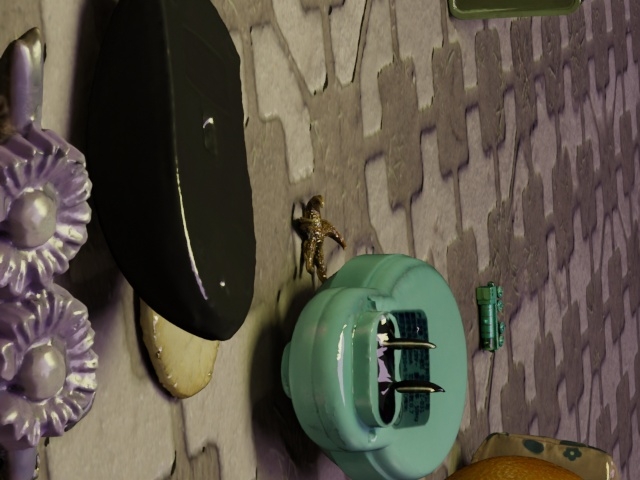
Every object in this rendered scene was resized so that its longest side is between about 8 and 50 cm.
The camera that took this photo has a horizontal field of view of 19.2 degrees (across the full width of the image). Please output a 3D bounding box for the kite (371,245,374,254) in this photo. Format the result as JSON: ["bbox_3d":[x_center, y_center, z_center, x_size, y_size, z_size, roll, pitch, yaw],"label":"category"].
[{"bbox_3d":[0.070,0.099,1.983,0.183,0.010,0.160,41,53,-62],"label":"kite"}]

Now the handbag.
[{"bbox_3d":[0.256,0.373,2.263,0.193,0.190,0.251,62,39,-66],"label":"handbag"}]

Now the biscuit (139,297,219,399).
[{"bbox_3d":[-0.102,0.047,1.434,0.152,0.020,0.152,-3,90,-72],"label":"biscuit"}]

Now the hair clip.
[{"bbox_3d":[-0.183,0.022,1.118,0.106,0.084,0.292,-26,119,-51],"label":"hair clip"}]

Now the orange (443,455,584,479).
[{"bbox_3d":[0.203,0.355,1.993,0.264,0.264,0.264,-2,90,-72],"label":"orange"}]

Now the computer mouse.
[{"bbox_3d":[-0.110,-0.054,1.316,0.137,0.086,0.270,39,42,-60],"label":"computer mouse"}]

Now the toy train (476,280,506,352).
[{"bbox_3d":[0.217,0.099,2.416,0.045,0.029,0.092,-9,97,-65],"label":"toy train"}]

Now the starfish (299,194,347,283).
[{"bbox_3d":[0.000,0.000,1.748,0.078,0.028,0.091,-48,136,-57],"label":"starfish"}]

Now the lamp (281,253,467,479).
[{"bbox_3d":[0.049,0.115,1.689,0.284,0.147,0.209,17,70,-80],"label":"lamp"}]

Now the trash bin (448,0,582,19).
[{"bbox_3d":[0.259,-0.351,2.390,0.240,0.164,0.122,-38,125,-72],"label":"trash bin"}]
